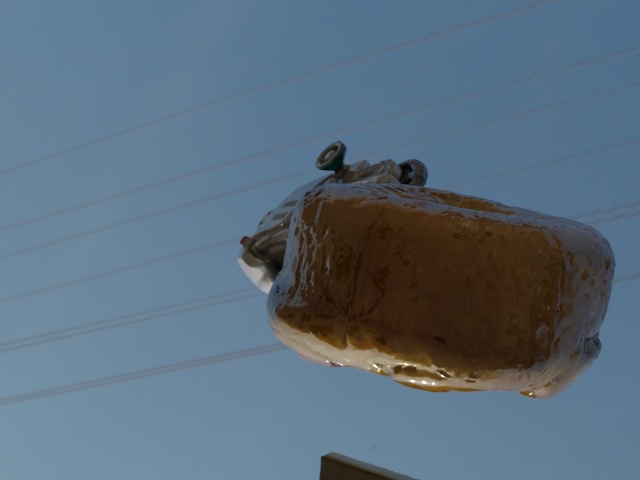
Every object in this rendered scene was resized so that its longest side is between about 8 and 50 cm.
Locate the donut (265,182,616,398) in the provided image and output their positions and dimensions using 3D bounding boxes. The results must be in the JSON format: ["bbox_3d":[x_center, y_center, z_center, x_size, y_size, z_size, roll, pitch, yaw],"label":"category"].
[{"bbox_3d":[0.079,0.028,0.626,0.227,0.226,0.113,13,-82,29],"label":"donut"}]

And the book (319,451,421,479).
[{"bbox_3d":[0.069,0.361,0.821,0.217,0.021,0.310,10,-86,39],"label":"book"}]

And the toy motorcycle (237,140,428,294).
[{"bbox_3d":[0.000,0.000,1.003,0.260,0.110,0.171,-17,-142,46],"label":"toy motorcycle"}]
